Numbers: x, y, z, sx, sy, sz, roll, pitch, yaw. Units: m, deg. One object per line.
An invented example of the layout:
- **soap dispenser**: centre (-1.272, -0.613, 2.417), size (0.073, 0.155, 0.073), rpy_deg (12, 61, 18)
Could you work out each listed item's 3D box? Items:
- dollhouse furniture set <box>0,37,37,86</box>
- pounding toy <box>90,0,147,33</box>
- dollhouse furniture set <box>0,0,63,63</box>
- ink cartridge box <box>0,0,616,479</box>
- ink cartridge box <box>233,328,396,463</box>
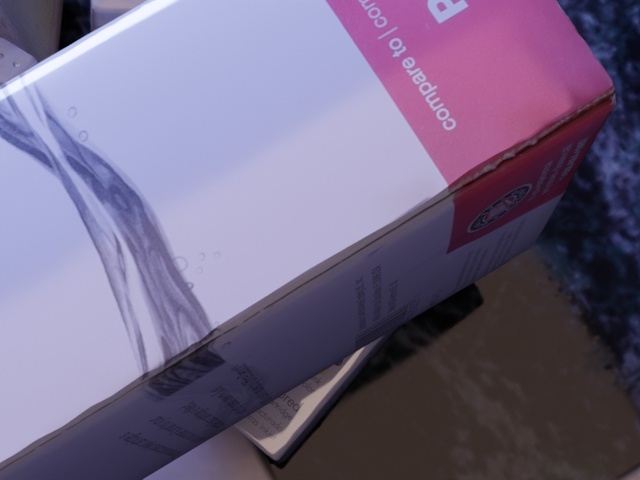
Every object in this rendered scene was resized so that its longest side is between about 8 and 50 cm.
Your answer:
- **dollhouse furniture set**: centre (-0.129, -0.055, 0.603), size (0.091, 0.114, 0.081), rpy_deg (32, 48, -10)
- **pounding toy**: centre (-0.084, -0.196, 0.627), size (0.181, 0.094, 0.206), rpy_deg (0, 77, -11)
- **dollhouse furniture set**: centre (-0.272, -0.128, 0.589), size (0.242, 0.161, 0.212), rpy_deg (-12, 51, 10)
- **ink cartridge box**: centre (-0.050, 0.004, 0.464), size (0.283, 0.207, 0.117), rpy_deg (-31, 78, -5)
- **ink cartridge box**: centre (0.000, 0.000, 0.605), size (0.115, 0.067, 0.198), rpy_deg (39, 80, 8)
